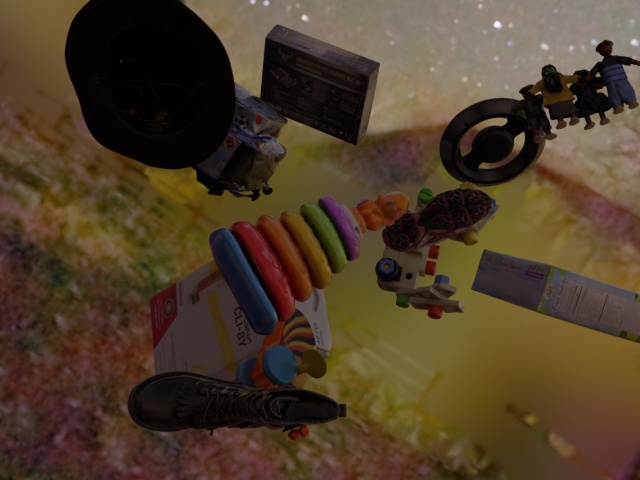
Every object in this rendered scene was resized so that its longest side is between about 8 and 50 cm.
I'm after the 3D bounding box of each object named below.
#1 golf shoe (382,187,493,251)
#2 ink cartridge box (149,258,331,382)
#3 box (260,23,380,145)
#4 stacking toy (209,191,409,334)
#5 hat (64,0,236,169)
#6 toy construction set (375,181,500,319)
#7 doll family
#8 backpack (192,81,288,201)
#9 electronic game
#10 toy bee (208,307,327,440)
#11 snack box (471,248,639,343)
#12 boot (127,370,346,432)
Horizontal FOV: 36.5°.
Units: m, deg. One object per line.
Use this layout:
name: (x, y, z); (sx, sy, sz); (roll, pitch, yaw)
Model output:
golf shoe: (0.194, -0.034, 1.580); (0.086, 0.186, 0.067); (19, 53, -66)
ink cartridge box: (-0.185, 0.183, 2.142); (0.160, 0.385, 0.279); (27, 43, -44)
box: (-0.007, -0.312, 1.958); (0.231, 0.056, 0.183); (22, -42, 12)
stacking toy: (0.000, 0.000, 1.443); (0.165, 0.302, 0.175); (61, -10, 8)
hat: (-0.280, -0.298, 1.711); (0.331, 0.331, 0.134); (33, 33, -6)
toy construction set: (0.230, 0.027, 1.964); (0.215, 0.327, 0.151); (11, -38, 13)
doll family: (0.382, -0.226, 1.449); (0.076, 0.193, 0.111); (75, 1, -70)
backpack: (-0.210, -0.215, 1.909); (0.263, 0.213, 0.276); (27, 5, 12)
electronic game: (0.367, -0.206, 2.072); (0.229, 0.229, 0.048); (32, 31, -31)
toy bee: (-0.078, 0.269, 1.722); (0.162, 0.298, 0.195); (48, -27, -16)
snack box: (0.344, 0.078, 1.351); (0.207, 0.070, 0.174); (16, 1, -22)
boot: (-0.122, 0.233, 1.400); (0.263, 0.091, 0.229); (5, -10, -28)
